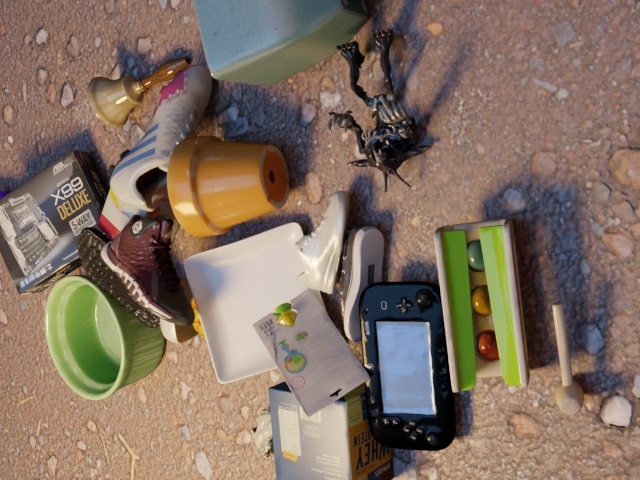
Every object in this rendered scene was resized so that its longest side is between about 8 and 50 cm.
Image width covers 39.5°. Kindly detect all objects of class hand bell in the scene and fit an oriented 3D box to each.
[{"bbox_3d":[-0.385,-0.352,1.978,0.242,0.126,0.126,-21,86,27],"label":"hand bell"}]

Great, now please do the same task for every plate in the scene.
[{"bbox_3d":[-0.121,0.129,1.834,0.277,0.045,0.277,-18,87,19],"label":"plate"}]

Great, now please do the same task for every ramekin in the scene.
[{"bbox_3d":[-0.517,0.220,2.158,0.304,0.148,0.303,9,105,38],"label":"ramekin"}]

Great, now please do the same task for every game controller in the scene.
[{"bbox_3d":[0.159,0.230,1.637,0.167,0.067,0.319,-3,98,14],"label":"game controller"}]

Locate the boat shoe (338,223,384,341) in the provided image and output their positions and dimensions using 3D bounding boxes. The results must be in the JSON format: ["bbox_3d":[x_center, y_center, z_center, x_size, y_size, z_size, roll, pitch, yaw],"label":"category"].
[{"bbox_3d":[0.068,0.077,1.698,0.076,0.080,0.228,26,119,52],"label":"boat shoe"}]

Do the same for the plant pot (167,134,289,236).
[{"bbox_3d":[-0.172,-0.116,1.785,0.188,0.205,0.205,-5,96,24],"label":"plant pot"}]

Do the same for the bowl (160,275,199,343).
[{"bbox_3d":[-0.312,0.150,1.972,0.053,0.142,0.141,1,100,18],"label":"bowl"}]

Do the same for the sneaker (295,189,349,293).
[{"bbox_3d":[0.000,0.000,1.712,0.094,0.080,0.212,14,111,7],"label":"sneaker"}]

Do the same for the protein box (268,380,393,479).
[{"bbox_3d":[0.020,0.381,1.758,0.200,0.136,0.201,2,101,39],"label":"protein box"}]

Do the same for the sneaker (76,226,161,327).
[{"bbox_3d":[-0.433,0.071,2.050,0.283,0.124,0.107,46,128,2],"label":"sneaker"}]

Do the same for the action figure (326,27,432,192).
[{"bbox_3d":[0.093,-0.221,1.568,0.164,0.141,0.275,-11,91,29],"label":"action figure"}]

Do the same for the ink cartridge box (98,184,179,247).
[{"bbox_3d":[-0.394,-0.077,2.005,0.127,0.128,0.176,41,123,25],"label":"ink cartridge box"}]

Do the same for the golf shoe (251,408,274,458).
[{"bbox_3d":[-0.102,0.386,1.909,0.086,0.069,0.176,50,125,28],"label":"golf shoe"}]

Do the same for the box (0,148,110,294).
[{"bbox_3d":[-0.654,-0.042,2.193,0.308,0.076,0.242,-30,79,16],"label":"box"}]

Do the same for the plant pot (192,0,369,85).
[{"bbox_3d":[-0.060,-0.435,1.592,0.252,0.247,0.247,-13,91,23],"label":"plant pot"}]

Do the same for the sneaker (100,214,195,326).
[{"bbox_3d":[-0.333,0.043,1.853,0.281,0.106,0.162,39,100,26],"label":"sneaker"}]

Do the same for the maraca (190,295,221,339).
[{"bbox_3d":[-0.219,0.180,1.937,0.127,0.099,0.185,-37,79,49],"label":"maraca"}]

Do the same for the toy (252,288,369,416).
[{"bbox_3d":[-0.018,0.219,1.718,0.137,0.056,0.237,-32,58,-5],"label":"toy"}]

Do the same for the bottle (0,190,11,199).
[{"bbox_3d":[-0.801,-0.064,2.367,0.283,0.092,0.118,26,110,33],"label":"bottle"}]

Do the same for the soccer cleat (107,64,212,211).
[{"bbox_3d":[-0.304,-0.206,1.857,0.143,0.116,0.331,34,89,33],"label":"soccer cleat"}]

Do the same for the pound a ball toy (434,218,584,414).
[{"bbox_3d":[0.315,0.125,1.487,0.208,0.136,0.319,-7,95,15],"label":"pound a ball toy"}]
